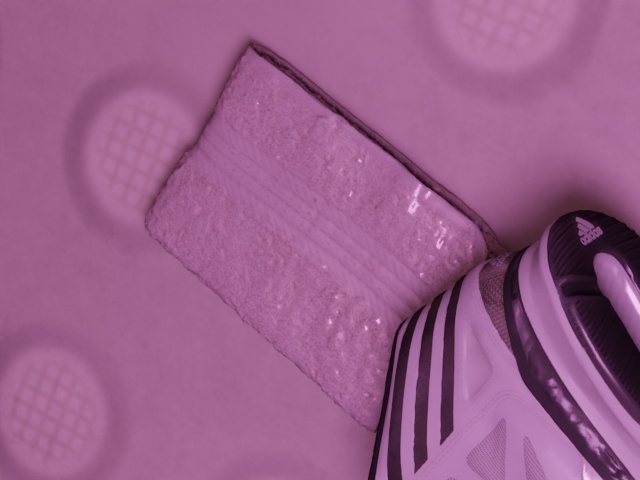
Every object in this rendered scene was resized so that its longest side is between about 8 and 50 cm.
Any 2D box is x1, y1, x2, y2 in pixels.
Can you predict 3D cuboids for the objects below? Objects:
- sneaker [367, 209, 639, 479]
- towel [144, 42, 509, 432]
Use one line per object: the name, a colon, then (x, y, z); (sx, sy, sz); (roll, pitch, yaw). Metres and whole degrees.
sneaker: (0.200, 0.220, 1.257); (0.257, 0.169, 0.447); (-30, 86, 41)
towel: (0.000, 0.000, 1.372); (0.282, 0.049, 0.187); (39, 108, 18)
